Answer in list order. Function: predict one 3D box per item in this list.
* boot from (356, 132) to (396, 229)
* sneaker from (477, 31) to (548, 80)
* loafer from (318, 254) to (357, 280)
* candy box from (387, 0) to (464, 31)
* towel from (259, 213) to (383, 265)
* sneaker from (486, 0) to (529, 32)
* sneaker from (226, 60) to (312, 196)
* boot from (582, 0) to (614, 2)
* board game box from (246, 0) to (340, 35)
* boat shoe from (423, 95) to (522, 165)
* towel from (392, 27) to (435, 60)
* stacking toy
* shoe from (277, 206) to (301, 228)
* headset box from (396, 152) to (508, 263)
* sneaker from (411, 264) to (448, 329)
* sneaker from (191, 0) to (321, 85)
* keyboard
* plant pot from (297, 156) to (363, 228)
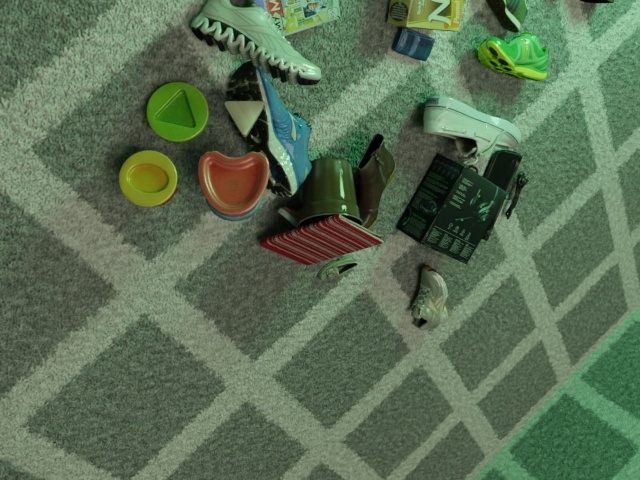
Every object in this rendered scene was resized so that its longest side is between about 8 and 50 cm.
[{"bbox_3d":[0.118,-0.147,1.662,0.248,0.090,0.207,-59,154,-11],"label":"boot"},{"bbox_3d":[0.563,-0.550,1.781,0.295,0.109,0.124,3,102,-41],"label":"sneaker"},{"bbox_3d":[0.053,0.084,1.811,0.125,0.039,0.045,-29,129,-19],"label":"loafer"},{"bbox_3d":[0.282,-0.688,1.505,0.182,0.087,0.317,-8,119,-32],"label":"candy box"},{"bbox_3d":[0.000,0.000,1.601,0.198,0.274,0.031,25,57,-45],"label":"towel"},{"bbox_3d":[0.523,-0.674,1.703,0.192,0.064,0.086,34,87,-43],"label":"sneaker"},{"bbox_3d":[-0.110,-0.275,1.461,0.147,0.129,0.330,-46,129,-36],"label":"sneaker"},{"bbox_3d":[0.827,-0.867,1.808,0.264,0.096,0.281,11,101,-30],"label":"boot"},{"bbox_3d":[-0.075,-0.618,1.327,0.213,0.046,0.317,-26,127,-21],"label":"board game box"},{"bbox_3d":[0.441,-0.292,1.783,0.367,0.135,0.157,13,89,-36],"label":"boat shoe"},{"bbox_3d":[0.247,-0.518,1.616,0.119,0.029,0.067,5,113,-37],"label":"towel"},{"bbox_3d":[-0.263,-0.185,1.361,0.308,0.130,0.280,10,82,-4],"label":"stacking toy"},{"bbox_3d":[-0.039,-0.066,1.651,0.081,0.063,0.178,-54,137,1],"label":"shoe"},{"bbox_3d":[0.414,-0.103,1.896,0.246,0.131,0.283,20,102,-40],"label":"headset box"},{"bbox_3d":[0.358,0.204,2.057,0.121,0.099,0.263,-25,126,-16],"label":"sneaker"},{"bbox_3d":[-0.121,-0.426,1.294,0.292,0.110,0.118,27,87,-6],"label":"sneaker"},{"bbox_3d":[0.602,-0.148,2.070,0.201,0.033,0.317,8,111,-30],"label":"keyboard"},{"bbox_3d":[0.022,-0.115,1.574,0.167,0.167,0.165,14,66,-39],"label":"plant pot"}]
